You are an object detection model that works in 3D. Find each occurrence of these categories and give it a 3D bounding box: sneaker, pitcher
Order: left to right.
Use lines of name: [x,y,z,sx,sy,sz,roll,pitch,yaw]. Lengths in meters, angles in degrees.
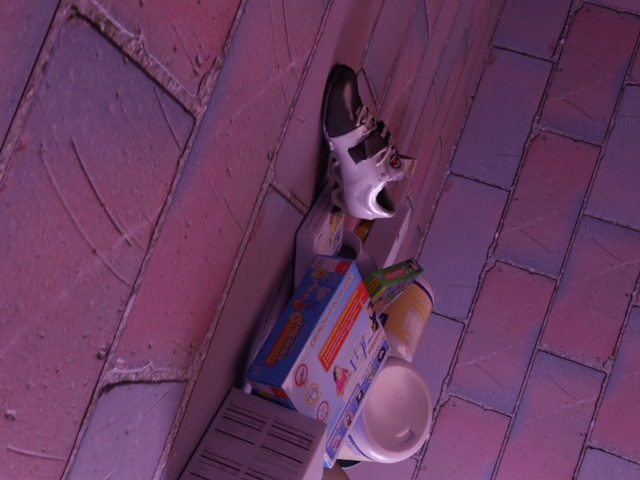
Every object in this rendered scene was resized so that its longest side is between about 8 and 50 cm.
pitcher: [0.049,0.084,1.934,0.178,0.125,0.207,-47,155,-5]
sneaker: [0.091,-0.182,1.556,0.122,0.146,0.330,-57,149,-42]

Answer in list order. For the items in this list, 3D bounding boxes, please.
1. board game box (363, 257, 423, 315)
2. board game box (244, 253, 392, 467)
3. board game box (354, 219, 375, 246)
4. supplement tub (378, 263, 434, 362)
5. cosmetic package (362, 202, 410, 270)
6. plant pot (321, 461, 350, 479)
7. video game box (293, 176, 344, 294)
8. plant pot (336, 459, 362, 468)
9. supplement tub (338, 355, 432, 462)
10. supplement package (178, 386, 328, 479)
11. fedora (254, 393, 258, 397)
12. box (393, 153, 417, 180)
board game box: [0.088,0.175,1.939,0.317,0.046,0.213,-49,163,28]
board game box: [0.009,0.240,1.629,0.308,0.086,0.302,-58,142,-31]
board game box: [0.126,0.005,2.311,0.259,0.039,0.124,-28,135,-68]
supplement tub: [0.189,0.262,2.474,0.241,0.241,0.331,91,22,-55]
cosmetic package: [0.172,0.014,2.250,0.117,0.086,0.231,86,24,-56]
plant pot: [-0.032,0.662,2.130,0.284,0.284,0.191,95,-4,-47]
video game box: [0.000,0.000,1.717,0.205,0.048,0.187,95,21,-46]
plant pot: [0.083,0.466,2.304,0.293,0.196,0.293,-31,141,-29]
supplement tub: [0.079,0.396,1.921,0.325,0.235,0.235,-17,-137,55]
supplement package: [-0.128,0.450,1.467,0.199,0.198,0.262,94,19,-46]
fedora: [-0.063,0.349,1.775,0.243,0.124,0.275,66,44,-73]
box: [0.215,-0.209,2.300,0.324,0.067,0.063,-17,124,-74]
